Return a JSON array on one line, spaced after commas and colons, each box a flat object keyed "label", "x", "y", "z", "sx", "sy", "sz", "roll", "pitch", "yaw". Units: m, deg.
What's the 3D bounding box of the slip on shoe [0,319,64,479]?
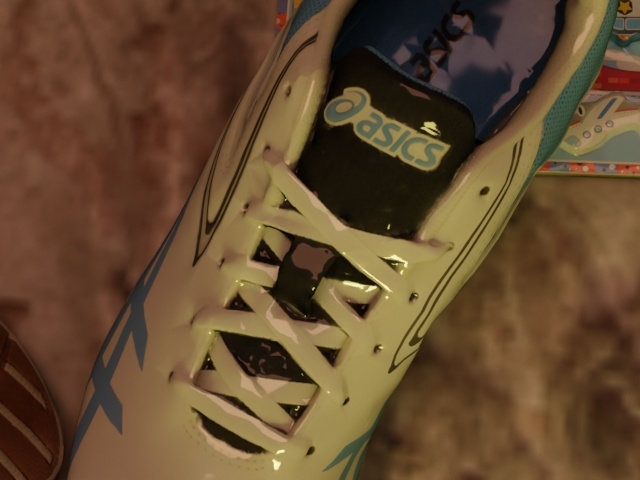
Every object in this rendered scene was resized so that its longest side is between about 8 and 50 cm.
[{"label": "slip on shoe", "x": -0.129, "y": 0.030, "z": 0.389, "sx": 0.135, "sy": 0.051, "sz": 0.041, "roll": 40, "pitch": 120, "yaw": 6}]

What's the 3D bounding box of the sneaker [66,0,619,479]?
[{"label": "sneaker", "x": 0.000, "y": 0.000, "z": 0.357, "sx": 0.085, "sy": 0.086, "sz": 0.237, "roll": 28, "pitch": 86, "yaw": 8}]

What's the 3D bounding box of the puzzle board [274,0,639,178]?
[{"label": "puzzle board", "x": 0.050, "y": -0.067, "z": 0.417, "sx": 0.128, "sy": 0.011, "sz": 0.096, "roll": 2, "pitch": 74, "yaw": 5}]
